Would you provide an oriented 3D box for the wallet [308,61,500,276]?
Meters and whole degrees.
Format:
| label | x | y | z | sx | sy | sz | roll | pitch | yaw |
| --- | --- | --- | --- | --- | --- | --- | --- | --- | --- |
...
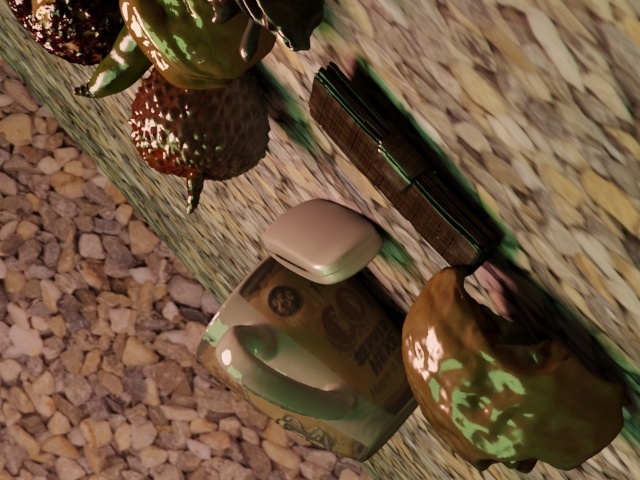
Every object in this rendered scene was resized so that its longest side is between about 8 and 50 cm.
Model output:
| label | x | y | z | sx | sy | sz | roll | pitch | yaw |
| --- | --- | --- | --- | --- | --- | --- | --- | --- | --- |
| wallet | 0.075 | -0.065 | 1.570 | 0.230 | 0.042 | 0.124 | 50 | 169 | 7 |

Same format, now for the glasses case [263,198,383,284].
| label | x | y | z | sx | sy | sz | roll | pitch | yaw |
| --- | --- | --- | --- | --- | --- | --- | --- | --- | --- |
| glasses case | 0.000 | 0.000 | 1.968 | 0.059 | 0.092 | 0.233 | 58 | 166 | -19 |

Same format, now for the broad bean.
| label | x | y | z | sx | sy | sz | roll | pitch | yaw |
| --- | --- | --- | --- | --- | --- | --- | --- | --- | --- |
| broad bean | -0.197 | -0.231 | 1.854 | 0.065 | 0.046 | 0.254 | 29 | 132 | -11 |

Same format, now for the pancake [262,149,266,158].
| label | x | y | z | sx | sy | sz | roll | pitch | yaw |
| --- | --- | --- | --- | --- | --- | --- | --- | --- | --- |
| pancake | -0.133 | -0.176 | 2.133 | 0.190 | 0.020 | 0.184 | 53 | 169 | 0 |

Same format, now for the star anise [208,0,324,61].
| label | x | y | z | sx | sy | sz | roll | pitch | yaw |
| --- | --- | --- | --- | --- | --- | --- | --- | --- | --- |
| star anise | -0.055 | -0.246 | 1.401 | 0.209 | 0.089 | 0.231 | 63 | 164 | 4 |

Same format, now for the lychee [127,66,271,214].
| label | x | y | z | sx | sy | sz | roll | pitch | yaw |
| --- | --- | --- | --- | --- | --- | --- | --- | --- | --- |
| lychee | -0.136 | -0.128 | 1.903 | 0.165 | 0.165 | 0.197 | 167 | 107 | -78 |

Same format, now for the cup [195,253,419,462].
| label | x | y | z | sx | sy | sz | roll | pitch | yaw |
| --- | --- | --- | --- | --- | --- | --- | --- | --- | --- |
| cup | -0.007 | 0.151 | 2.096 | 0.257 | 0.227 | 0.301 | 39 | -161 | 13 |

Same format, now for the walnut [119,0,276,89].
| label | x | y | z | sx | sy | sz | roll | pitch | yaw |
| --- | --- | --- | --- | --- | --- | --- | --- | --- | --- |
| walnut | -0.112 | -0.224 | 1.583 | 0.166 | 0.149 | 0.166 | 21 | 119 | 44 |

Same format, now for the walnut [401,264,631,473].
| label | x | y | z | sx | sy | sz | roll | pitch | yaw |
| --- | --- | --- | --- | --- | --- | --- | --- | --- | --- |
| walnut | 0.157 | 0.131 | 1.574 | 0.204 | 0.141 | 0.238 | 45 | 171 | -14 |

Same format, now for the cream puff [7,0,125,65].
| label | x | y | z | sx | sy | sz | roll | pitch | yaw |
| --- | --- | --- | --- | --- | --- | --- | --- | --- | --- |
| cream puff | -0.289 | -0.312 | 1.943 | 0.239 | 0.165 | 0.239 | 51 | 172 | 10 |
